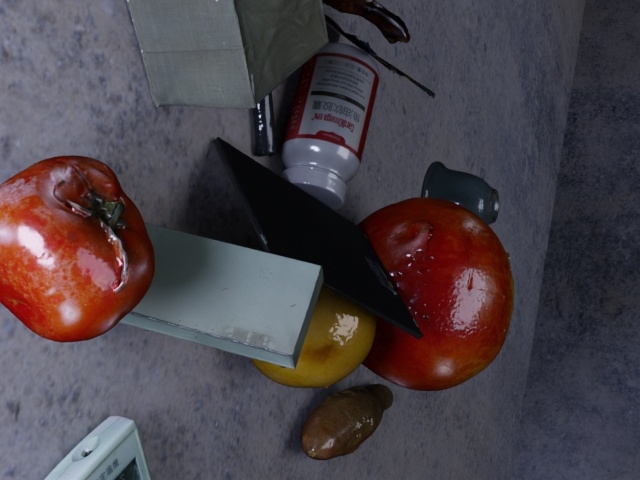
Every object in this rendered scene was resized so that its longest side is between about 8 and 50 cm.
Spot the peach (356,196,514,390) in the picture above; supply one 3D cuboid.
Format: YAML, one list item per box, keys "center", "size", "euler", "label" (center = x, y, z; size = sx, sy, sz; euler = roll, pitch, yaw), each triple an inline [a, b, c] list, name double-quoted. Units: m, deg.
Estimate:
- center: [0.167, 0.090, 1.581]
  size: [0.370, 0.369, 0.370]
  euler: [-17, 109, -63]
  label: "peach"

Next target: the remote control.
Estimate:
- center: [-0.243, 0.392, 1.099]
  size: [0.145, 0.050, 0.344]
  euler: [-47, 134, -52]
  label: "remote control"

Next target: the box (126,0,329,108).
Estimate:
- center: [-0.111, -0.285, 1.158]
  size: [0.231, 0.148, 0.155]
  euler: [-51, 138, -51]
  label: "box"

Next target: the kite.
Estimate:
- center: [0.055, -0.343, 1.508]
  size: [0.016, 0.321, 0.234]
  euler: [-52, -161, 10]
  label: "kite"

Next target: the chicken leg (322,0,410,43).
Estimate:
- center: [0.020, -0.447, 1.425]
  size: [0.407, 0.095, 0.158]
  euler: [51, 59, -36]
  label: "chicken leg"

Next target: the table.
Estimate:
- center: [-0.126, 0.078, 1.098]
  size: [0.111, 0.240, 0.122]
  euler: [84, 22, -61]
  label: "table"

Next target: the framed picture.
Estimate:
- center: [0.000, 0.000, 1.289]
  size: [0.338, 0.014, 0.255]
  euler: [30, 22, -43]
  label: "framed picture"

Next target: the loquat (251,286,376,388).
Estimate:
- center: [-0.018, 0.123, 1.344]
  size: [0.208, 0.208, 0.208]
  euler: [-17, 109, -63]
  label: "loquat"

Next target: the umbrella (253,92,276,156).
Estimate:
- center: [-0.087, -0.191, 1.357]
  size: [0.036, 0.031, 0.133]
  euler: [-28, 118, -62]
  label: "umbrella"

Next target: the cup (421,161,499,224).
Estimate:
- center: [0.340, -0.085, 2.121]
  size: [0.199, 0.150, 0.199]
  euler: [4, 90, -65]
  label: "cup"

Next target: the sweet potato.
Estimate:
- center: [0.066, 0.321, 1.673]
  size: [0.385, 0.109, 0.109]
  euler: [-15, 107, -64]
  label: "sweet potato"

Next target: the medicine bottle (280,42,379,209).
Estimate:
- center: [0.012, -0.184, 1.447]
  size: [0.131, 0.131, 0.250]
  euler: [45, 53, -57]
  label: "medicine bottle"

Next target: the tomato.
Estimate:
- center: [-0.251, 0.011, 0.899]
  size: [0.187, 0.151, 0.187]
  euler: [33, 30, -22]
  label: "tomato"
